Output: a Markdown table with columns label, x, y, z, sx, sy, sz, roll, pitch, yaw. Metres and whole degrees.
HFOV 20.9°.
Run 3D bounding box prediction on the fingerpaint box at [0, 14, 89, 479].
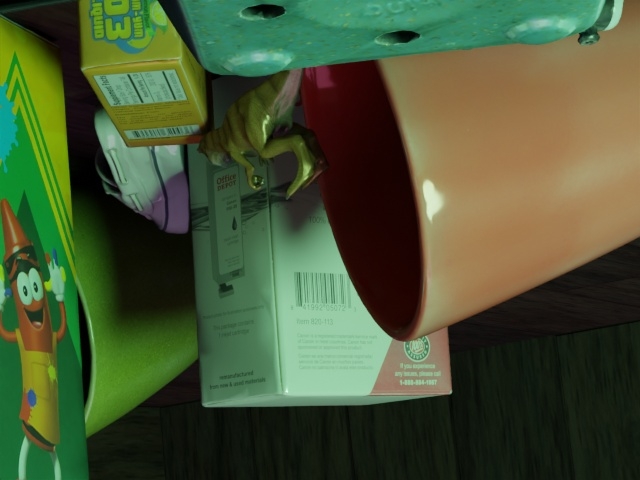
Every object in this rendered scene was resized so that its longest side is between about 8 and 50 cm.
| label | x | y | z | sx | sy | sz | roll | pitch | yaw |
| --- | --- | --- | --- | --- | --- | --- | --- | --- | --- |
| fingerpaint box | -0.410 | 0.050 | 1.310 | 0.445 | 0.371 | 0.163 | -11 | 166 | 20 |

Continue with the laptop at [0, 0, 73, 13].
| label | x | y | z | sx | sy | sz | roll | pitch | yaw |
| --- | --- | --- | --- | --- | --- | --- | --- | --- | --- |
| laptop | -0.102 | -0.163 | 1.002 | 0.234 | 0.136 | 0.264 | -8 | 169 | 10 |

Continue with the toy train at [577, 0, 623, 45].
| label | x | y | z | sx | sy | sz | roll | pitch | yaw |
| --- | --- | --- | --- | --- | --- | --- | --- | --- | --- |
| toy train | 0.119 | -0.178 | 1.127 | 0.184 | 0.105 | 0.080 | -2 | 168 | -20 |

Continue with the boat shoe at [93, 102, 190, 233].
| label | x | y | z | sx | sy | sz | roll | pitch | yaw |
| --- | --- | --- | --- | --- | --- | --- | --- | --- | --- |
| boat shoe | -0.163 | -0.074 | 1.579 | 0.084 | 0.095 | 0.258 | -2 | 158 | -2 |

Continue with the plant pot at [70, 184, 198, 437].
| label | x | y | z | sx | sy | sz | roll | pitch | yaw |
| --- | --- | --- | --- | --- | --- | --- | --- | --- | --- |
| plant pot | -0.213 | 0.055 | 1.816 | 0.293 | 0.275 | 0.275 | -17 | 179 | -45 |

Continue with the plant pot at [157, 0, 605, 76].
| label | x | y | z | sx | sy | sz | roll | pitch | yaw |
| --- | --- | --- | --- | --- | --- | --- | --- | --- | --- |
| plant pot | 0.014 | -0.198 | 0.593 | 0.248 | 0.252 | 0.247 | -7 | 168 | 1 |

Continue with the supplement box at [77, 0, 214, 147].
| label | x | y | z | sx | sy | sz | roll | pitch | yaw |
| --- | --- | --- | --- | --- | --- | --- | --- | --- | --- |
| supplement box | -0.127 | -0.134 | 1.294 | 0.080 | 0.078 | 0.233 | -4 | 168 | -1 |

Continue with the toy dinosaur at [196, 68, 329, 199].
| label | x | y | z | sx | sy | sz | roll | pitch | yaw |
| --- | --- | --- | --- | --- | --- | --- | --- | --- | --- |
| toy dinosaur | -0.037 | -0.092 | 1.282 | 0.064 | 0.112 | 0.211 | -38 | 175 | -42 |

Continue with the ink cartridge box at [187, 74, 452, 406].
| label | x | y | z | sx | sy | sz | roll | pitch | yaw |
| --- | --- | --- | --- | --- | --- | --- | --- | --- | --- |
| ink cartridge box | 0.000 | 0.000 | 1.511 | 0.207 | 0.283 | 0.117 | 4 | 169 | -42 |

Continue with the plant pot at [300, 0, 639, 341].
| label | x | y | z | sx | sy | sz | roll | pitch | yaw |
| --- | --- | --- | --- | --- | --- | --- | --- | --- | --- |
| plant pot | 0.137 | -0.086 | 1.273 | 0.243 | 0.275 | 0.275 | -15 | 171 | -12 |
